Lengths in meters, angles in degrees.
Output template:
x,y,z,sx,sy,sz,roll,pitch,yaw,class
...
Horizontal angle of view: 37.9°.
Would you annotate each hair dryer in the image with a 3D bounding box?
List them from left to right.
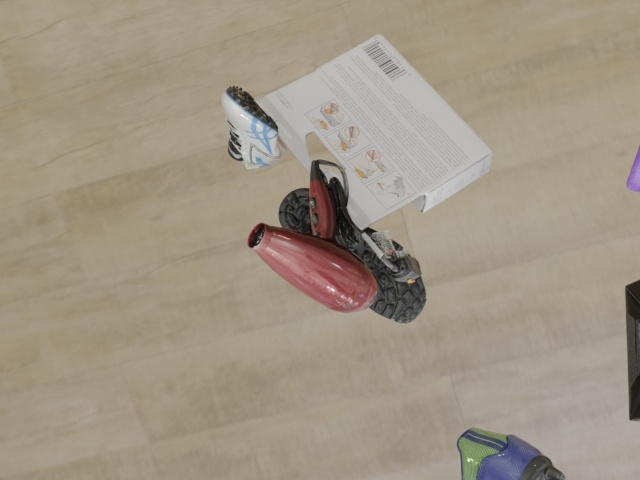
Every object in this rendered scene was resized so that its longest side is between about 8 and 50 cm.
x,y,z,sx,sy,sz,roll,pitch,yaw,class
0.000,0.000,1.247,0.223,0.293,0.080,50,116,14,hair dryer

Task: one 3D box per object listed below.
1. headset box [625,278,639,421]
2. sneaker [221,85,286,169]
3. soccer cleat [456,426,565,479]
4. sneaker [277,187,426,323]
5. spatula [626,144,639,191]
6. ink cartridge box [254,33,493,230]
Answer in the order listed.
x,y,z,sx,sy,sz,roll,pitch,yaw,class
0.620,0.180,1.416,0.293,0.110,0.218,10,70,-16,headset box
-0.111,-0.163,1.430,0.086,0.237,0.085,-40,74,-1,sneaker
0.192,0.311,1.005,0.121,0.093,0.289,27,138,35,soccer cleat
0.054,0.022,1.512,0.283,0.124,0.107,42,84,1,sneaker
0.443,-0.152,1.106,0.084,0.030,0.296,2,149,0,spatula
0.078,-0.163,1.472,0.261,0.066,0.296,-31,65,-16,ink cartridge box
